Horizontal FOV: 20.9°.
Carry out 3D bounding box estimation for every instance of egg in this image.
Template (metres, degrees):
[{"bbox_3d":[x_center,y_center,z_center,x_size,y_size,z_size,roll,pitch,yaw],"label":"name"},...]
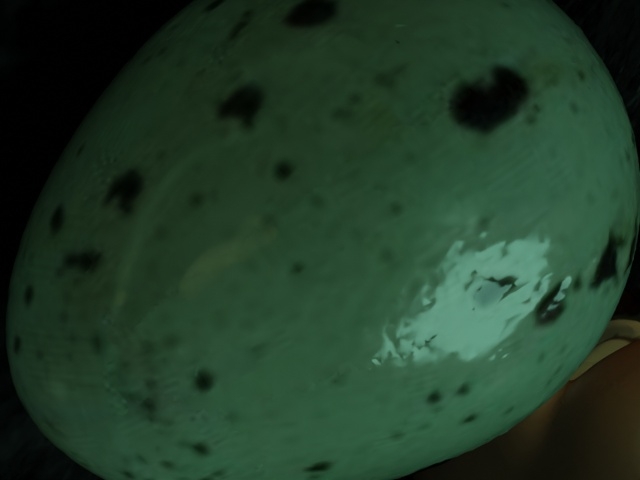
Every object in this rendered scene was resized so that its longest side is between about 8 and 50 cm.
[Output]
[{"bbox_3d":[0.000,0.000,0.416,0.164,0.131,0.131,-34,152,-20],"label":"egg"}]

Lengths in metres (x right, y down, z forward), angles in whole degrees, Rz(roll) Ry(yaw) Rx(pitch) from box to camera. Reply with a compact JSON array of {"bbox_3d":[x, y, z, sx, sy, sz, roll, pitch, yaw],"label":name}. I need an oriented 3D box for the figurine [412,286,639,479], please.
[{"bbox_3d":[0.191,0.100,0.857,0.388,0.248,0.276,-40,178,-32],"label":"figurine"}]
